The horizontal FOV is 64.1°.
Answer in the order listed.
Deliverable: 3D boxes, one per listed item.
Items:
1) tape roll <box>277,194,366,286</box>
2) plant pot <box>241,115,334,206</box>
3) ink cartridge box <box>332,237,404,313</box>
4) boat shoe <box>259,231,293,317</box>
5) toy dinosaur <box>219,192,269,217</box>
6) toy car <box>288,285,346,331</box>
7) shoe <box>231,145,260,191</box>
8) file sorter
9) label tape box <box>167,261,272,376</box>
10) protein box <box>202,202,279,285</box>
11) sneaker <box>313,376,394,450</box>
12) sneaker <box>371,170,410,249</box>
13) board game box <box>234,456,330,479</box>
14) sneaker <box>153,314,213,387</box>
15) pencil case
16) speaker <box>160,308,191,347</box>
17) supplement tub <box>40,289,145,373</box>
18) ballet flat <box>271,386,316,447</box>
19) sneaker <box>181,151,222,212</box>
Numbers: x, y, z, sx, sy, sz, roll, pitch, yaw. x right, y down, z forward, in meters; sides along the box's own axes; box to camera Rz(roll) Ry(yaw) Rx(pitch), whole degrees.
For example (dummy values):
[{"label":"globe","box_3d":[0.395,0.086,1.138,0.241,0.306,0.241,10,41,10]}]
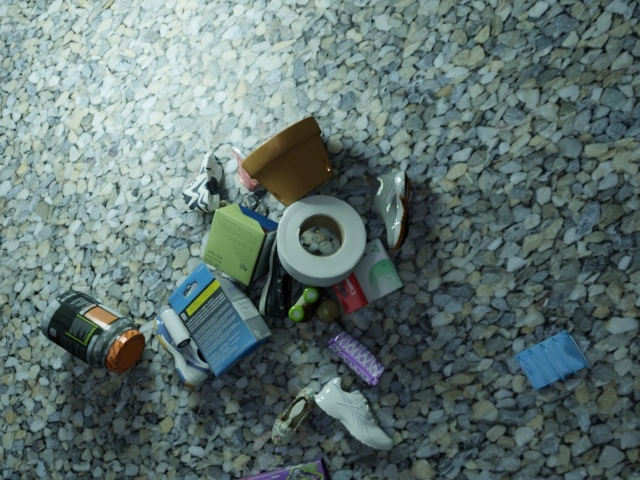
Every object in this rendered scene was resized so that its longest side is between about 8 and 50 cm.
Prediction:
[{"label":"tape roll","box_3d":[0.000,0.000,1.642,0.286,0.100,0.286,2,70,-4]},{"label":"plant pot","box_3d":[-0.088,-0.248,1.704,0.290,0.291,0.204,-33,95,11]},{"label":"ink cartridge box","box_3d":[0.141,0.122,1.713,0.224,0.056,0.181,-28,78,11]},{"label":"boat shoe","box_3d":[-0.116,0.106,1.745,0.113,0.127,0.340,15,92,16]},{"label":"toy dinosaur","box_3d":[-0.235,-0.090,1.829,0.268,0.064,0.118,36,110,15]},{"label":"toy car","box_3d":[0.006,0.243,1.697,0.188,0.155,0.149,37,93,2]},{"label":"shoe","box_3d":[-0.280,-0.258,1.851,0.081,0.063,0.178,-43,81,3]},{"label":"file sorter","box_3d":[0.688,0.362,1.515,0.170,0.104,0.118,-31,78,12]},{"label":"label tape box","box_3d":[-0.352,0.264,1.778,0.240,0.106,0.334,-42,76,26]},{"label":"protein box","box_3d":[-0.269,0.010,1.762,0.199,0.136,0.201,26,112,16]},{"label":"sneaker","box_3d":[0.122,0.564,1.658,0.297,0.111,0.129,37,81,10]},{"label":"sneaker","box_3d":[0.228,-0.099,1.692,0.121,0.099,0.263,1,78,23]},{"label":"board game box","box_3d":[-0.121,0.882,1.729,0.346,0.056,0.208,-20,85,13]},{"label":"sneaker","box_3d":[-0.489,0.380,1.853,0.131,0.112,0.296,-34,78,-8]},{"label":"pencil case","box_3d":[0.118,0.383,1.679,0.206,0.088,0.086,38,98,14]},{"label":"speaker","box_3d":[-0.511,0.308,1.798,0.055,0.055,0.136,-42,67,9]},{"label":"supplement tub","box_3d":[-0.832,0.340,1.883,0.337,0.207,0.207,25,93,16]},{"label":"ballet flat","box_3d":[-0.100,0.600,1.728,0.091,0.077,0.241,33,95,15]},{"label":"sneaker","box_3d":[-0.447,-0.204,1.876,0.153,0.094,0.235,-14,72,25]}]
